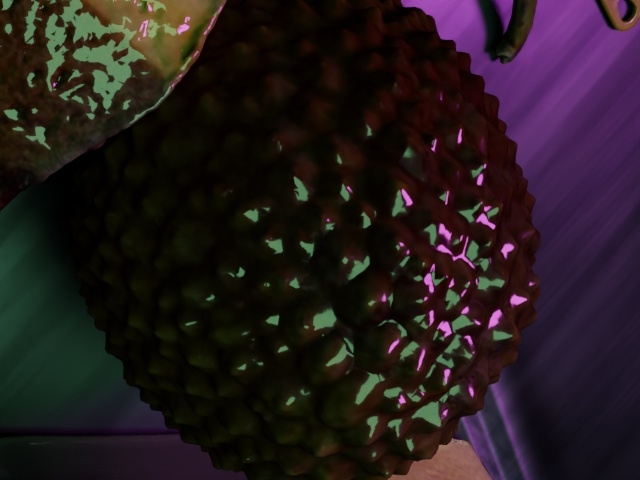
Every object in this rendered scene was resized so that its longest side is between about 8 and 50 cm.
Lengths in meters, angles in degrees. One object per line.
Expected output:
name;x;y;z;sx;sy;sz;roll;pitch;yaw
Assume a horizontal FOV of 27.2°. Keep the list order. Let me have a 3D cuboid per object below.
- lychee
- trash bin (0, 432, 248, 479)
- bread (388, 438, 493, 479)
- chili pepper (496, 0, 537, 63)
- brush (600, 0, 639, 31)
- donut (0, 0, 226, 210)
lychee;0.000;0.000;0.699;0.267;0.267;0.268;-16;120;-30
trash bin;-0.138;0.298;0.805;0.222;0.158;0.344;5;105;-41
bread;0.014;0.274;0.967;0.167;0.163;0.264;18;125;-40
chili pepper;0.114;-0.219;0.734;0.134;0.131;0.338;-27;169;9
brush;0.174;-0.212;0.886;0.083;0.011;0.205;-49;132;-8
donut;-0.144;-0.100;0.618;0.112;0.151;0.295;40;86;-31
